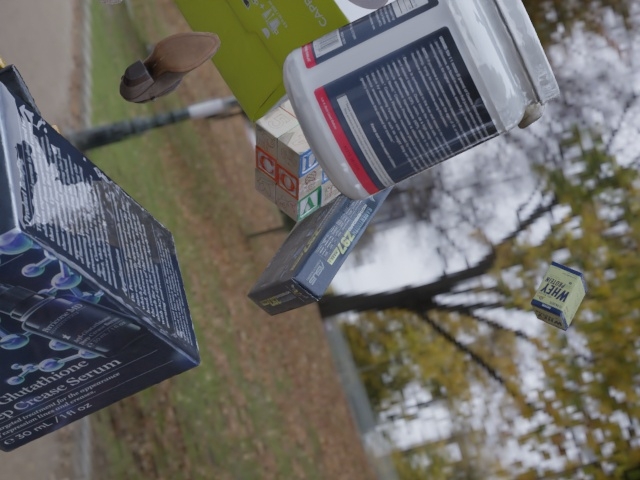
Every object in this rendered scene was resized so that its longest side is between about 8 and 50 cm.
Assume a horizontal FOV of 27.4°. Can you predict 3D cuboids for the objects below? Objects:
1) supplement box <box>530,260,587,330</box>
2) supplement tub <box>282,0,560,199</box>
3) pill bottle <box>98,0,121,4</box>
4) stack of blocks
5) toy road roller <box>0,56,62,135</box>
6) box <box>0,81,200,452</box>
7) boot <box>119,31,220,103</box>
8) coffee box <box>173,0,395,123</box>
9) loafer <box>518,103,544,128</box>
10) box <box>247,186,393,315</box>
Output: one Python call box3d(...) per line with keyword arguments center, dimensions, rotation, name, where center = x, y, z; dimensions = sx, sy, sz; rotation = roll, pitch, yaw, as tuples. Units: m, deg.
box3d(center=(0.401, 0.094, 2.208), dimensions=(0.056, 0.083, 0.083), rotation=(24, -14, 25), name="supplement box")
box3d(center=(0.112, -0.180, 1.488), dimensions=(0.191, 0.272, 0.191), rotation=(62, 10, -19), name="supplement tub")
box3d(center=(-0.289, -0.401, 1.870), dimensions=(0.067, 0.067, 0.120), rotation=(81, 25, -59), name="pill bottle")
box3d(center=(0.048, -0.148, 1.783), dimensions=(0.087, 0.297, 0.171), rotation=(38, -33, 27), name="stack of blocks")
box3d(center=(-0.460, -0.126, 1.818), dimensions=(0.240, 0.202, 0.329), rotation=(58, -8, 48), name="toy road roller")
box3d(center=(-0.370, 0.047, 1.528), dimensions=(0.395, 0.293, 0.212), rotation=(46, 22, -54), name="box")
box3d(center=(-0.158, -0.180, 1.390), dimensions=(0.087, 0.118, 0.042), rotation=(80, -9, -81), name="boot")
box3d(center=(-0.021, -0.473, 2.390), dimensions=(0.338, 0.334, 0.338), rotation=(57, -43, 4), name="coffee box")
box3d(center=(0.296, -0.214, 1.884), dimensions=(0.050, 0.056, 0.148), rotation=(51, 25, -18), name="loafer")
box3d(center=(0.000, 0.000, 2.005), dimensions=(0.059, 0.233, 0.183), rotation=(38, -24, -12), name="box")
